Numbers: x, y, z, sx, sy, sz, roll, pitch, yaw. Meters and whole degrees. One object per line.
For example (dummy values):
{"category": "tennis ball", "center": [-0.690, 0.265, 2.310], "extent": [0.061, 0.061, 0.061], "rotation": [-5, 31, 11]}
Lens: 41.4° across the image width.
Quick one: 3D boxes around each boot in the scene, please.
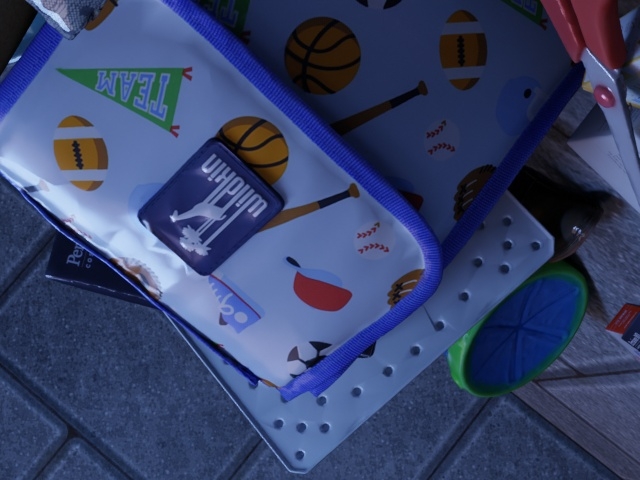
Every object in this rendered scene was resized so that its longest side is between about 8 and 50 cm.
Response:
{"category": "boot", "center": [0.249, -0.035, 1.003], "extent": [0.106, 0.082, 0.219], "rotation": [37, 175, -3]}

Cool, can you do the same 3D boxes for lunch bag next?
{"category": "lunch bag", "center": [-0.020, -0.113, 0.651], "extent": [0.328, 0.385, 0.239], "rotation": [42, 173, -14]}

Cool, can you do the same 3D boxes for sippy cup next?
{"category": "sippy cup", "center": [0.237, 0.075, 1.269], "extent": [0.224, 0.240, 0.305], "rotation": [48, 172, 44]}

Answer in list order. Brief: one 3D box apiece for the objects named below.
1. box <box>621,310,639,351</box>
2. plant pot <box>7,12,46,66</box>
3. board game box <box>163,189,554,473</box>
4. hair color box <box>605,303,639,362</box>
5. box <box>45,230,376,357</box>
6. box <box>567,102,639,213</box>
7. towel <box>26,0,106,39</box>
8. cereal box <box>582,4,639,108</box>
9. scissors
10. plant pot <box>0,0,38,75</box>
{"category": "box", "center": [0.420, 0.089, 0.840], "extent": [0.184, 0.103, 0.261], "rotation": [39, 174, 20]}
{"category": "plant pot", "center": [-0.303, -0.389, 0.741], "extent": [0.341, 0.341, 0.334], "rotation": [32, 161, 48]}
{"category": "board game box", "center": [0.000, 0.000, 1.002], "extent": [0.390, 0.390, 0.050], "rotation": [49, -178, 16]}
{"category": "hair color box", "center": [0.465, 0.140, 1.113], "extent": [0.093, 0.053, 0.167], "rotation": [42, 172, -13]}
{"category": "box", "center": [-0.067, -0.081, 0.877], "extent": [0.313, 0.343, 0.179], "rotation": [15, 172, -2]}
{"category": "box", "center": [0.257, -0.077, 0.603], "extent": [0.101, 0.102, 0.087], "rotation": [40, 171, -11]}
{"category": "towel", "center": [-0.109, -0.300, 0.357], "extent": [0.312, 0.324, 0.056], "rotation": [47, -157, -22]}
{"category": "cereal box", "center": [0.268, -0.096, 0.433], "extent": [0.173, 0.047, 0.240], "rotation": [18, 175, -8]}
{"category": "scissors", "center": [0.163, -0.096, 0.477], "extent": [0.297, 0.021, 0.109], "rotation": [56, 169, -20]}
{"category": "plant pot", "center": [-0.242, -0.237, 0.521], "extent": [0.237, 0.254, 0.237], "rotation": [38, 174, 4]}
